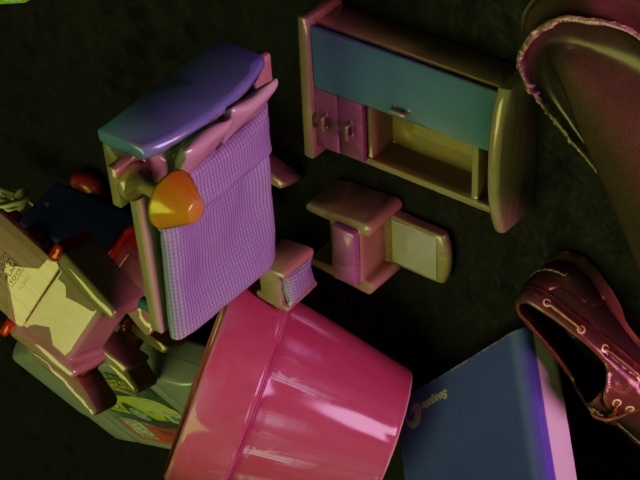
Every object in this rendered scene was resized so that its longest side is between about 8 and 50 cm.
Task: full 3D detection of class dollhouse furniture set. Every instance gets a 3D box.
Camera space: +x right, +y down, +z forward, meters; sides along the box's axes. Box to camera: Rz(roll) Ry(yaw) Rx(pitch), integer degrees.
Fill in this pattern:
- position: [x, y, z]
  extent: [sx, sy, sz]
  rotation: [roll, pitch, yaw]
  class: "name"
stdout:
- position: [-0.177, 0.016, 1.518]
  extent: [0.135, 0.259, 0.262]
  rotation: [41, 114, 11]
  class: "dollhouse furniture set"
- position: [0.000, 0.000, 1.339]
  extent: [0.198, 0.303, 0.286]
  rotation: [24, 136, 30]
  class: "dollhouse furniture set"

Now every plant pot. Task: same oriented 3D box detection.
- position: [-0.024, 0.146, 1.546]
  extent: [0.180, 0.201, 0.201]
  rotation: [20, 139, -3]
  class: "plant pot"

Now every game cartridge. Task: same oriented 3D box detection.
- position: [-0.176, 0.152, 1.784]
  extent: [0.294, 0.060, 0.196]
  rotation: [3, 145, 43]
  class: "game cartridge"

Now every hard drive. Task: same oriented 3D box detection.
- position: [0.146, 0.258, 1.465]
  extent: [0.210, 0.040, 0.319]
  rotation: [-39, 50, 52]
  class: "hard drive"

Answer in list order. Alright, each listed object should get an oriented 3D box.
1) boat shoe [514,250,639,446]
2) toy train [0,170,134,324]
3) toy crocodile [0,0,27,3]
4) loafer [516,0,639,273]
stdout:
- position: [0.230, 0.108, 1.395]
  extent: [0.207, 0.073, 0.073]
  rotation: [50, 141, -3]
  class: "boat shoe"
- position: [-0.249, 0.010, 1.768]
  extent: [0.248, 0.105, 0.143]
  rotation: [22, 148, 31]
  class: "toy train"
- position: [-0.369, -0.259, 1.633]
  extent: [0.340, 0.115, 0.105]
  rotation: [7, 125, 41]
  class: "toy crocodile"
- position: [0.265, -0.030, 1.195]
  extent: [0.366, 0.130, 0.134]
  rotation: [46, 142, 4]
  class: "loafer"
